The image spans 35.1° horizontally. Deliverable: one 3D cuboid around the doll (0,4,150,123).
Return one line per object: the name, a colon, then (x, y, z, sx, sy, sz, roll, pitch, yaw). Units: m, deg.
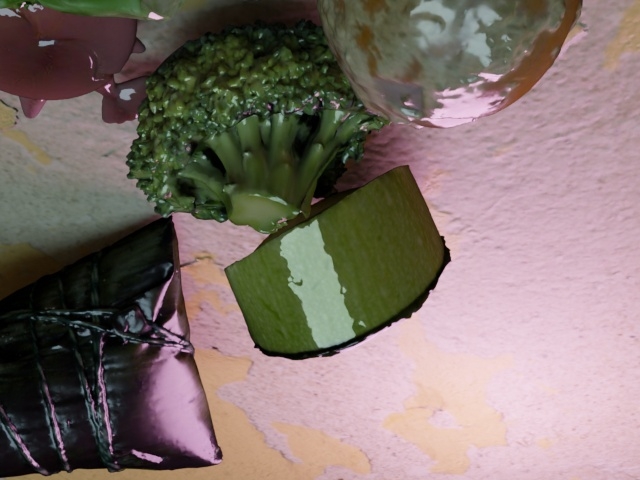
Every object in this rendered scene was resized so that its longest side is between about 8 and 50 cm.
doll: (-0.230, -0.183, 0.838, 0.211, 0.093, 0.262, -29, 140, 20)

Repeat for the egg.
egg: (0.094, -0.189, 0.724, 0.195, 0.195, 0.233, 15, 128, -11)

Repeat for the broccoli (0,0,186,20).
broccoli: (-0.168, -0.256, 0.602, 0.275, 0.308, 0.308, 37, 145, 19)

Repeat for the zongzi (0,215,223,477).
zongzi: (-0.329, 0.174, 1.110, 0.383, 0.362, 0.319, -6, 110, 18)

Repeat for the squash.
squash: (0.003, 0.004, 0.970, 0.220, 0.220, 0.133, -19, 113, 27)

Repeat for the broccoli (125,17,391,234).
broccoli: (-0.046, -0.093, 0.873, 0.226, 0.176, 0.198, 20, 158, 17)
